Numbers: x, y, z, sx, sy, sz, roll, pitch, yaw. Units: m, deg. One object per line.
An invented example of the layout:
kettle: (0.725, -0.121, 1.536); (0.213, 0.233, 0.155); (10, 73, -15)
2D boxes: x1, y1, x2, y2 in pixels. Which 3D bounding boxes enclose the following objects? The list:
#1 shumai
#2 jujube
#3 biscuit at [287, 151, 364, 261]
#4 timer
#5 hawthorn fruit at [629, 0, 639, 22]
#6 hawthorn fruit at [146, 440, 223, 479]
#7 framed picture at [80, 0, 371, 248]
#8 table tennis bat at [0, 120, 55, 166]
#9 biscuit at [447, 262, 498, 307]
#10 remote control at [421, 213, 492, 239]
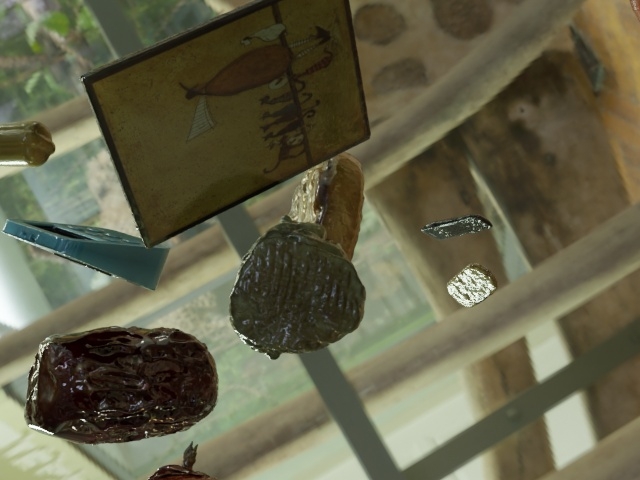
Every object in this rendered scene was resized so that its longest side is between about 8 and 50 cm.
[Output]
shumai: (-0.045, 0.060, 1.295); (0.184, 0.184, 0.142); (62, 170, -9)
jujube: (-0.392, 0.277, 1.934); (0.258, 0.376, 0.259); (171, 90, -74)
biscuit: (0.000, 0.000, 1.570); (0.296, 0.101, 0.297); (-165, 90, -78)
timer: (-0.439, 0.006, 1.855); (0.231, 0.091, 0.250); (16, 175, 40)
hawthorn fruit: (0.483, -0.306, 1.203); (0.205, 0.205, 0.253); (139, 109, -83)
hawthorn fruit: (-0.212, 0.466, 1.544); (0.276, 0.275, 0.308); (70, -167, -54)
framed picture: (-0.096, -0.157, 1.197); (0.014, 0.338, 0.255); (46, 156, 45)
table tennis bat: (-0.448, -0.105, 1.136); (0.198, 0.320, 0.050); (36, -124, -65)
biscuit: (0.283, 0.085, 1.846); (0.071, 0.018, 0.147); (43, 152, 3)
remote control: (0.174, -0.019, 1.260); (0.039, 0.014, 0.096); (27, 155, -34)
